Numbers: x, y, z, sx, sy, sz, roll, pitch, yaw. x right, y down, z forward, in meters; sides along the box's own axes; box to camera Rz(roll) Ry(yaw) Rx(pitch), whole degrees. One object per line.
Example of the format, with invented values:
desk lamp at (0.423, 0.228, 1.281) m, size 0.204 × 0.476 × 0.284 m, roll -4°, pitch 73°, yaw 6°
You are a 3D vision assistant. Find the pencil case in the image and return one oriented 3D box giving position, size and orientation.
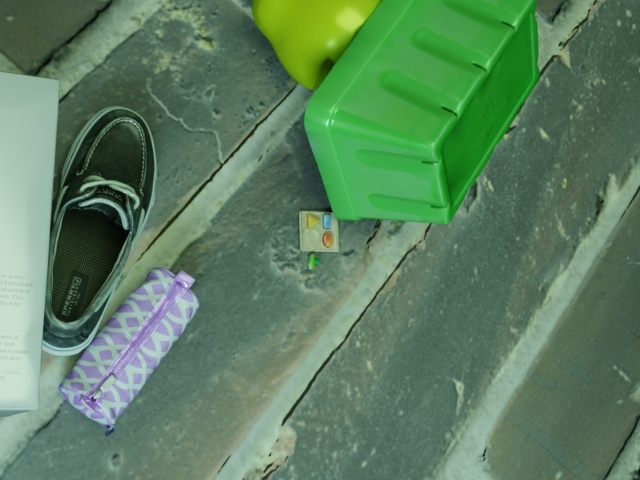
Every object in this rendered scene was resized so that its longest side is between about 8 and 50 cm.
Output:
pencil case at (-0.231, 0.128, 1.247) m, size 0.086 × 0.088 × 0.206 m, roll 33°, pitch 66°, yaw 0°

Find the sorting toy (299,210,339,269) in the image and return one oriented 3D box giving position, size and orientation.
sorting toy at (0.000, 0.000, 1.422) m, size 0.062 × 0.012 × 0.083 m, roll 3°, pitch 78°, yaw -25°

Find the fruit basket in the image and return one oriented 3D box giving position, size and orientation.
fruit basket at (0.074, -0.241, 1.413) m, size 0.392 × 0.283 × 0.392 m, roll -7°, pitch 54°, yaw 10°

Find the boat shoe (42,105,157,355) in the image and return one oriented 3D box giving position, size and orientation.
boat shoe at (-0.260, -0.025, 1.239) m, size 0.121 × 0.119 × 0.335 m, roll 17°, pitch 65°, yaw -19°

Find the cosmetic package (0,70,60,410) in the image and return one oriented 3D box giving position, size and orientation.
cosmetic package at (-0.389, 0.008, 1.140) m, size 0.155 × 0.197 × 0.366 m, roll 5°, pitch 76°, yaw -24°
